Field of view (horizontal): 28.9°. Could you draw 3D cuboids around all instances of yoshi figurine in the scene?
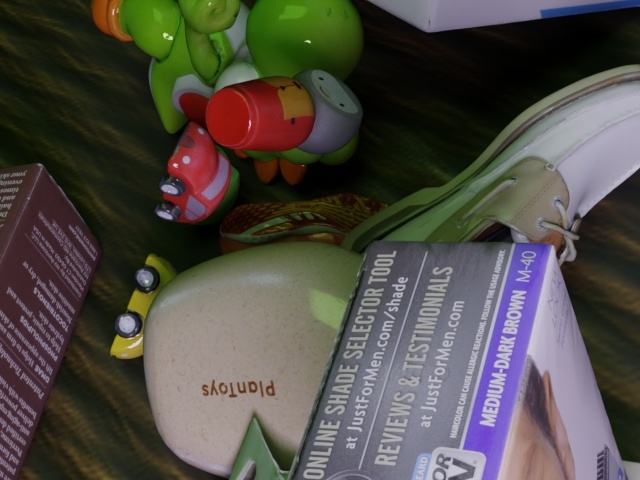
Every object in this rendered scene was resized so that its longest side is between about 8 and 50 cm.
[{"bbox_3d":[-0.071,-0.208,1.222,0.203,0.203,0.362,-36,47,-16],"label":"yoshi figurine"}]

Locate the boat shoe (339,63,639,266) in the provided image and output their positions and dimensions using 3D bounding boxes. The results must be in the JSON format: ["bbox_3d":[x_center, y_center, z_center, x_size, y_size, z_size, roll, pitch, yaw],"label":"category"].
[{"bbox_3d":[0.162,-0.019,0.993,0.302,0.113,0.103,-35,47,12],"label":"boat shoe"}]

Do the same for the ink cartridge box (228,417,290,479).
[{"bbox_3d":[-0.003,0.229,0.836,0.062,0.109,0.209,4,32,-27],"label":"ink cartridge box"}]

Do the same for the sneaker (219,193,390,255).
[{"bbox_3d":[0.000,0.000,1.092,0.175,0.067,0.064,0,42,6],"label":"sneaker"}]

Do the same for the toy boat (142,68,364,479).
[{"bbox_3d":[-0.014,0.030,0.942,0.267,0.318,0.148,1,7,34],"label":"toy boat"}]

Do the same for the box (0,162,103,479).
[{"bbox_3d":[-0.350,0.120,1.101,0.191,0.143,0.381,-4,47,23],"label":"box"}]

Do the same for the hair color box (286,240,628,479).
[{"bbox_3d":[0.098,0.176,0.676,0.110,0.339,0.185,0,51,27],"label":"hair color box"}]

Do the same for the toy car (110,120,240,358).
[{"bbox_3d":[-0.112,-0.024,1.127,0.053,0.239,0.225,22,28,0],"label":"toy car"}]

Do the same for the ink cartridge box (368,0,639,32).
[{"bbox_3d":[0.100,-0.351,1.198,0.285,0.166,0.395,-13,34,-33],"label":"ink cartridge box"}]

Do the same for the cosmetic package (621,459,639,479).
[{"bbox_3d":[0.166,0.174,0.846,0.115,0.060,0.041,3,54,31],"label":"cosmetic package"}]
